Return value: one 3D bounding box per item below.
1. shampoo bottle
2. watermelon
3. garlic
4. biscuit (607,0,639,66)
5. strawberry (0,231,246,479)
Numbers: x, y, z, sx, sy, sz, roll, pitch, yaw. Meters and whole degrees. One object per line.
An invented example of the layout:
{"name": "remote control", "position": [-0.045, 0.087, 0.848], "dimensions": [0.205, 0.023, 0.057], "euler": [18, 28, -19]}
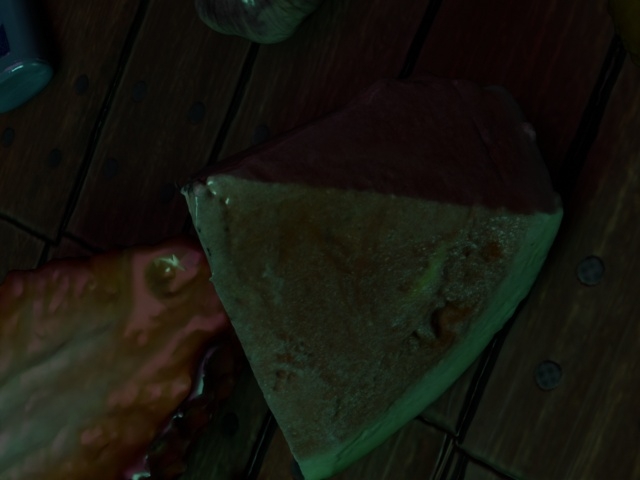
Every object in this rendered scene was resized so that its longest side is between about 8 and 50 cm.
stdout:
{"name": "shampoo bottle", "position": [-0.366, -0.273, 1.101], "dimensions": [0.104, 0.061, 0.258], "euler": [-30, 67, 25]}
{"name": "watermelon", "position": [0.028, 0.026, 0.701], "dimensions": [0.283, 0.292, 0.250], "euler": [-29, 97, 29]}
{"name": "garlic", "position": [-0.050, -0.249, 0.872], "dimensions": [0.159, 0.102, 0.147], "euler": [-12, 74, 30]}
{"name": "biscuit", "position": [0.296, -0.196, 0.664], "dimensions": [0.221, 0.066, 0.220], "euler": [-7, 77, 32]}
{"name": "strawberry", "position": [-0.184, 0.139, 0.874], "dimensions": [0.336, 0.149, 0.265], "euler": [-36, 58, 12]}
